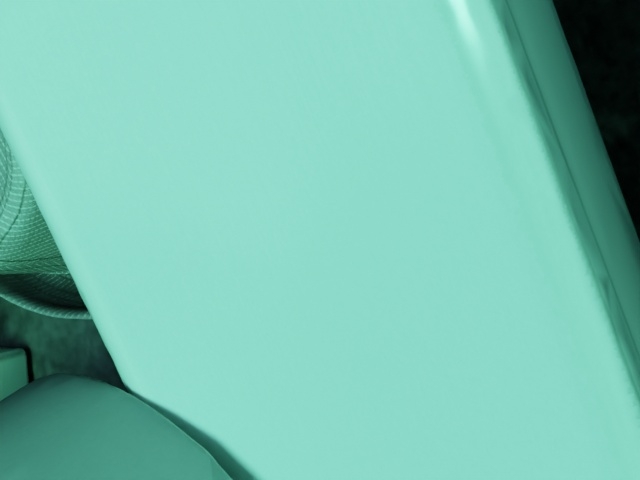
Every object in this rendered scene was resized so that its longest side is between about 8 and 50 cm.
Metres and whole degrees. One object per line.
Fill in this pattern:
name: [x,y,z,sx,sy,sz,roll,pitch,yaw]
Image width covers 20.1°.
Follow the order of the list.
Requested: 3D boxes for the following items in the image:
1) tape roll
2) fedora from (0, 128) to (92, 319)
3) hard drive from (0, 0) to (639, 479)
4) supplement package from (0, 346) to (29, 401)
tape roll: [-0.085,0.165,0.754,0.219,0.072,0.219,31,141,30]
fedora: [-0.152,-0.093,0.784,0.243,0.124,0.275,-18,86,39]
hard drive: [0.000,0.000,0.643,0.233,0.047,0.353,-5,117,40]
supplement package: [-0.291,0.165,0.850,0.198,0.262,0.199,0,98,39]
